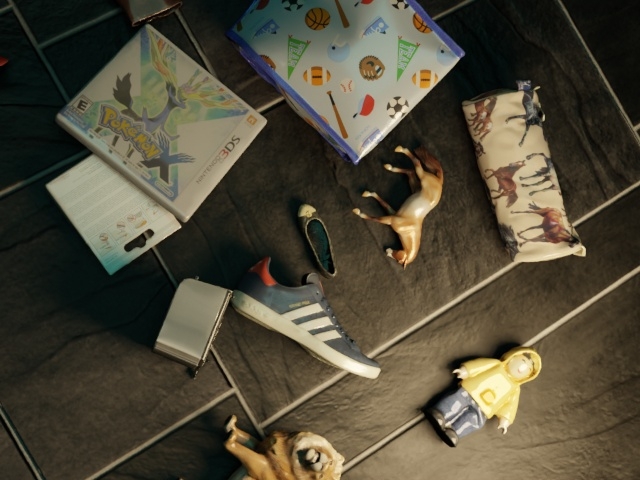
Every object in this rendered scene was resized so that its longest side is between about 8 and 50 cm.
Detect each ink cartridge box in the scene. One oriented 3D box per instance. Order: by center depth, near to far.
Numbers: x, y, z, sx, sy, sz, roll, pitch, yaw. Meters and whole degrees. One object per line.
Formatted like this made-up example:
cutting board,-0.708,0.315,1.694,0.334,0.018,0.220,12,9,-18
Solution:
ink cartridge box,-0.422,-0.069,1.736,0.181,0.056,0.225,-36,96,-15

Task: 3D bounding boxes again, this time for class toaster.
toaster,-0.256,0.170,1.685,0.110,0.168,0.186,22,77,-7

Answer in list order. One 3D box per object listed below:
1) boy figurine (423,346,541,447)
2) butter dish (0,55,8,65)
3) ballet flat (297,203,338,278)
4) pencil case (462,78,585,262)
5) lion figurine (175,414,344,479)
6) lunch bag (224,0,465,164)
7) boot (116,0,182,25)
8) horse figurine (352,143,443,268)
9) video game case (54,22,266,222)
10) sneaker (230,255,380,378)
boy figurine,0.369,0.334,1.853,0.285,0.092,0.177,-33,89,-12
butter dish,-0.709,-0.320,1.663,0.160,0.160,0.118,11,104,-12
ballet flat,0.000,0.000,1.826,0.057,0.049,0.173,-23,89,-16
pencil case,0.456,-0.143,1.897,0.183,0.160,0.411,-16,87,0
lion figurine,-0.153,0.515,1.698,0.240,0.142,0.392,42,90,-13
lunch bag,0.042,-0.404,1.767,0.385,0.239,0.328,43,91,-8
boot,-0.434,-0.542,1.768,0.248,0.090,0.207,-24,87,-19
horse figurine,0.193,-0.092,1.877,0.174,0.066,0.263,35,79,-1
video game case,-0.320,-0.247,1.755,0.329,0.036,0.300,38,63,-6
sneaker,-0.007,0.155,1.764,0.350,0.131,0.148,32,79,-9
